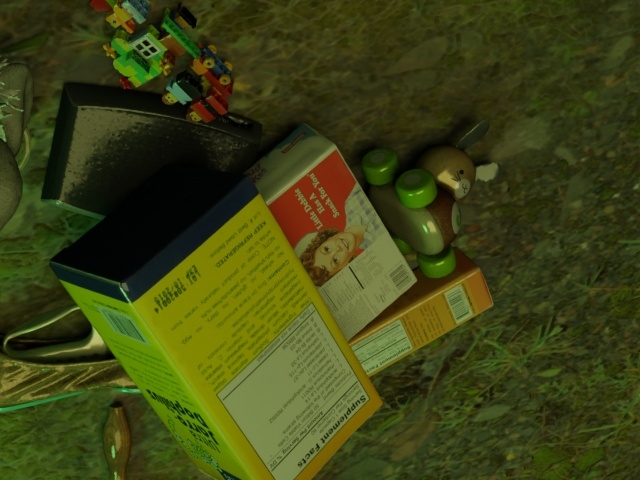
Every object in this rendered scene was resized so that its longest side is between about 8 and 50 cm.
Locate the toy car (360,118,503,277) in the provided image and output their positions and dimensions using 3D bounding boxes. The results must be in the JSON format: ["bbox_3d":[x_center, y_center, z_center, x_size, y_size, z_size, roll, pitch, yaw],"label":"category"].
[{"bbox_3d":[0.171,-0.074,1.360,0.188,0.149,0.155,-35,131,-16],"label":"toy car"}]

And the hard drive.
[{"bbox_3d":[-0.206,-0.092,1.261,0.254,0.054,0.172,10,108,-22],"label":"hard drive"}]

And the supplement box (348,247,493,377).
[{"bbox_3d":[0.124,0.106,1.444,0.233,0.078,0.080,-27,120,-6],"label":"supplement box"}]

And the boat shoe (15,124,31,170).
[{"bbox_3d":[-0.481,-0.125,1.125,0.302,0.103,0.113,8,105,-22],"label":"boat shoe"}]

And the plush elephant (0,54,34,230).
[{"bbox_3d":[-0.406,-0.085,0.991,0.329,0.272,0.255,6,150,11],"label":"plush elephant"}]

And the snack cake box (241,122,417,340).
[{"bbox_3d":[0.000,0.000,1.320,0.152,0.089,0.264,-39,128,-8],"label":"snack cake box"}]

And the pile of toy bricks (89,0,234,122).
[{"bbox_3d":[-0.201,-0.217,1.196,0.105,0.118,0.212,-23,132,27],"label":"pile of toy bricks"}]

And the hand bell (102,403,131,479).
[{"bbox_3d":[-0.280,0.345,1.403,0.126,0.126,0.242,-3,101,-18],"label":"hand bell"}]

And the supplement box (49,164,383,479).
[{"bbox_3d":[-0.118,0.113,1.201,0.194,0.195,0.357,-42,119,-25],"label":"supplement box"}]

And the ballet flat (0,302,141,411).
[{"bbox_3d":[-0.284,0.138,1.307,0.342,0.116,0.124,-5,106,-12],"label":"ballet flat"}]
